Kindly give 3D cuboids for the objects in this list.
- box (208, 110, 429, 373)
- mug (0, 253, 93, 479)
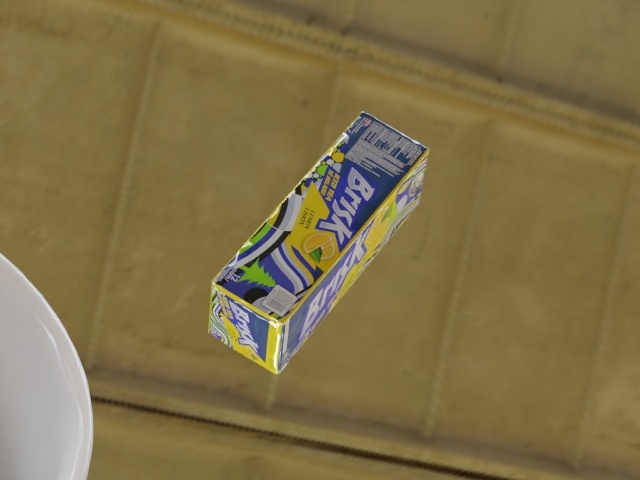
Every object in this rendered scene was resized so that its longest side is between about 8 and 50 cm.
[{"bbox_3d":[0.000,0.000,1.083,0.054,0.059,0.169,30,-124,17],"label":"box"},{"bbox_3d":[-0.296,0.184,0.695,0.276,0.328,0.374,35,-145,17],"label":"mug"}]
